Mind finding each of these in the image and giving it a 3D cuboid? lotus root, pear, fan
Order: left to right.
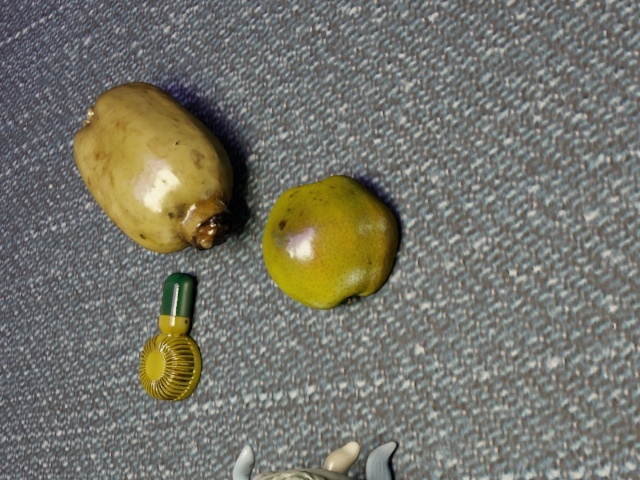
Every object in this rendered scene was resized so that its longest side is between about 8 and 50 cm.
[{"bbox_3d":[-0.196,-0.083,1.143,0.284,0.146,0.160,44,128,35],"label":"lotus root"},{"bbox_3d":[-0.179,0.114,1.157,0.082,0.039,0.155,-1,80,41],"label":"fan"},{"bbox_3d":[0.000,0.000,0.984,0.141,0.104,0.141,-5,82,40],"label":"pear"}]

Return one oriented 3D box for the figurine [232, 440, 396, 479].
[{"bbox_3d":[-0.015,0.267,0.926,0.208,0.184,0.128,-13,60,0],"label":"figurine"}]
